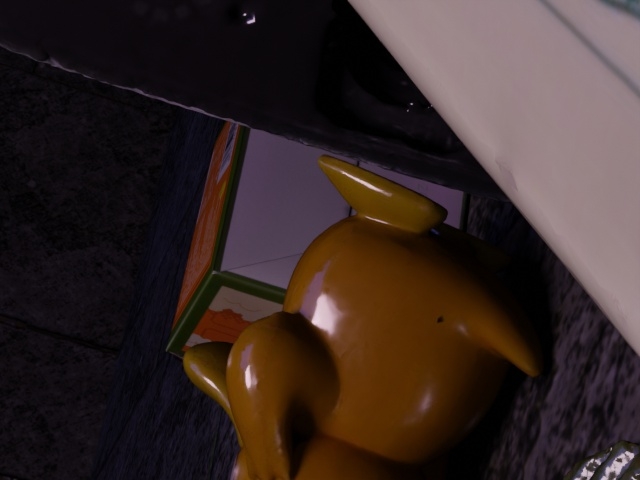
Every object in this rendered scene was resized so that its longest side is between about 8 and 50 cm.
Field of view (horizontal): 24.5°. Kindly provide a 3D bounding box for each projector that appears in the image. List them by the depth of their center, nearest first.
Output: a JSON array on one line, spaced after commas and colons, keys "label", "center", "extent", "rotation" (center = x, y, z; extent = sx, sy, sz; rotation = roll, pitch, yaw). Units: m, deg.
[{"label": "projector", "center": [-0.011, -0.245, 0.964], "extent": [0.405, 0.395, 0.242], "rotation": [-96, 24, -63]}]

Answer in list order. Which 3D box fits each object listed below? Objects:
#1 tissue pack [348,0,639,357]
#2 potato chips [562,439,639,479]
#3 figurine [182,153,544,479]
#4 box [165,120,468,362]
[{"label": "tissue pack", "center": [0.133, -0.156, 0.418], "extent": [0.297, 0.207, 0.380], "rotation": [-64, 36, 30]}, {"label": "potato chips", "center": [0.110, 0.188, 0.706], "extent": [0.092, 0.028, 0.208], "rotation": [-122, 52, -76]}, {"label": "figurine", "center": [0.026, 0.087, 0.889], "extent": [0.228, 0.215, 0.215], "rotation": [-46, 19, 12]}, {"label": "box", "center": [0.000, 0.000, 1.099], "extent": [0.148, 0.177, 0.195], "rotation": [126, 157, -55]}]
